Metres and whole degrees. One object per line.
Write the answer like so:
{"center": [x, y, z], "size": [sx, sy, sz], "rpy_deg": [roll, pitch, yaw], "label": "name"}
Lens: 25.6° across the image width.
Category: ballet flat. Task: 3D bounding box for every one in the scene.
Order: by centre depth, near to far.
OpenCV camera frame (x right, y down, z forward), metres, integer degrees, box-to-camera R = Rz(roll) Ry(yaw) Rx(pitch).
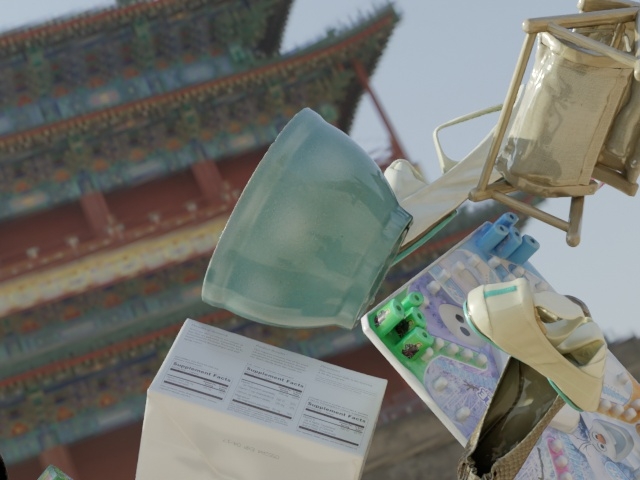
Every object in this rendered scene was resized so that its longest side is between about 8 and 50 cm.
{"center": [0.233, 0.100, 1.372], "size": [0.086, 0.086, 0.248], "rpy_deg": [-34, -40, 20], "label": "ballet flat"}
{"center": [0.215, 0.172, 1.510], "size": [0.058, 0.084, 0.250], "rpy_deg": [6, -65, -62], "label": "ballet flat"}
{"center": [0.173, -0.088, 2.016], "size": [0.400, 0.139, 0.139], "rpy_deg": [-34, -22, -5], "label": "ballet flat"}

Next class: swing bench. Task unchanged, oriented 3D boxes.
{"center": [0.340, -0.164, 1.799], "size": [0.254, 0.165, 0.253], "rpy_deg": [-33, -35, -55], "label": "swing bench"}

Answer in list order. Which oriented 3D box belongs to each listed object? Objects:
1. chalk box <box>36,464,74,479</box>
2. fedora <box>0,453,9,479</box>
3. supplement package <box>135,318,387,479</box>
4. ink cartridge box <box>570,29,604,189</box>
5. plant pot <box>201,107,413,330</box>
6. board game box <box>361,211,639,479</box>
{"center": [-0.334, 0.375, 1.796], "size": [0.132, 0.213, 0.132], "rpy_deg": [-52, 11, -10], "label": "chalk box"}
{"center": [-0.503, 0.415, 1.860], "size": [0.334, 0.152, 0.334], "rpy_deg": [-29, -54, -48], "label": "fedora"}
{"center": [-0.075, 0.248, 1.716], "size": [0.261, 0.145, 0.204], "rpy_deg": [17, -53, 5], "label": "supplement package"}
{"center": [0.407, -0.198, 2.174], "size": [0.065, 0.186, 0.311], "rpy_deg": [-41, -10, -14], "label": "ink cartridge box"}
{"center": [0.000, 0.000, 1.857], "size": [0.293, 0.196, 0.293], "rpy_deg": [-60, -6, -11], "label": "plant pot"}
{"center": [0.274, 0.166, 1.722], "size": [0.050, 0.390, 0.390], "rpy_deg": [-45, -7, 34], "label": "board game box"}
